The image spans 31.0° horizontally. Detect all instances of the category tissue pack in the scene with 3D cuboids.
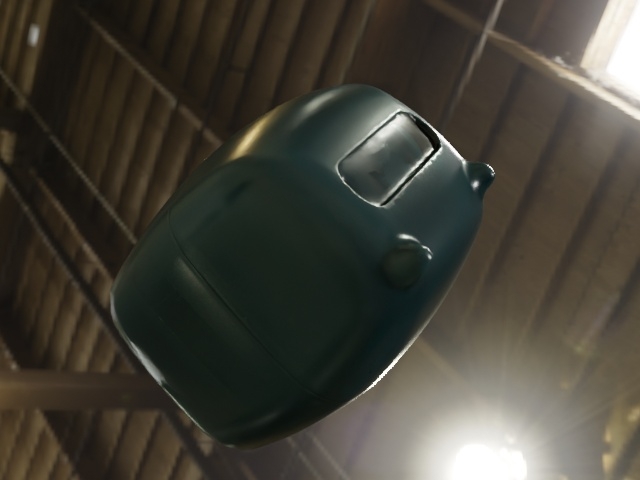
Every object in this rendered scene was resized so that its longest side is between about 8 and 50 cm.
[{"bbox_3d":[0.000,0.000,0.845,0.198,0.287,0.206,48,-61,1],"label":"tissue pack"}]
